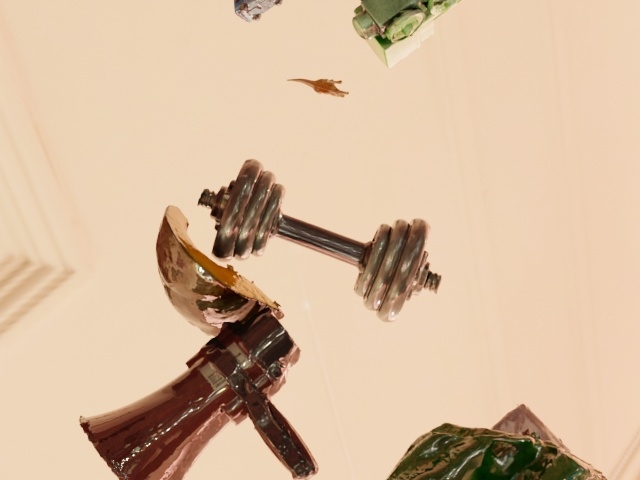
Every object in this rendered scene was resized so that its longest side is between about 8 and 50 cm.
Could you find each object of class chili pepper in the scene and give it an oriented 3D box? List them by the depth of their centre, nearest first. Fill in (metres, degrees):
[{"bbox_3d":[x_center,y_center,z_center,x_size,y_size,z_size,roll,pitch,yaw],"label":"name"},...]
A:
[{"bbox_3d":[0.155,0.358,1.461,0.385,0.213,0.167,-40,-178,5],"label":"chili pepper"}]

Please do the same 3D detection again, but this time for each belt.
[{"bbox_3d":[0.256,0.320,1.641,0.124,0.128,0.201,47,-132,14],"label":"belt"}]

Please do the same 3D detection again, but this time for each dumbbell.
[{"bbox_3d":[0.000,0.000,1.913,0.406,0.179,0.179,21,-139,-1],"label":"dumbbell"}]

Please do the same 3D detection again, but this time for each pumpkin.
[{"bbox_3d":[-0.198,0.075,1.875,0.130,0.254,0.149,-47,172,15],"label":"pumpkin"}]

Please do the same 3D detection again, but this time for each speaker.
[{"bbox_3d":[-0.158,0.261,1.755,0.329,0.198,0.259,-36,-143,-2],"label":"speaker"}]

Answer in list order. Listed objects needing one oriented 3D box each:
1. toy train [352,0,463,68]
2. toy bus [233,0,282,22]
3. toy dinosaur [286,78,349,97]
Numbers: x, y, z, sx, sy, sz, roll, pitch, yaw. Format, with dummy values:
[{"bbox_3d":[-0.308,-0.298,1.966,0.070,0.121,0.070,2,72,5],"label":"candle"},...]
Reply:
[{"bbox_3d":[0.140,-0.275,1.214,0.251,0.119,0.085,-35,-104,-1],"label":"toy train"},{"bbox_3d":[-0.098,-0.387,1.921,0.083,0.038,0.046,-30,-125,28],"label":"toy bus"},{"bbox_3d":[0.002,-0.238,1.848,0.113,0.026,0.041,22,-159,33],"label":"toy dinosaur"}]
